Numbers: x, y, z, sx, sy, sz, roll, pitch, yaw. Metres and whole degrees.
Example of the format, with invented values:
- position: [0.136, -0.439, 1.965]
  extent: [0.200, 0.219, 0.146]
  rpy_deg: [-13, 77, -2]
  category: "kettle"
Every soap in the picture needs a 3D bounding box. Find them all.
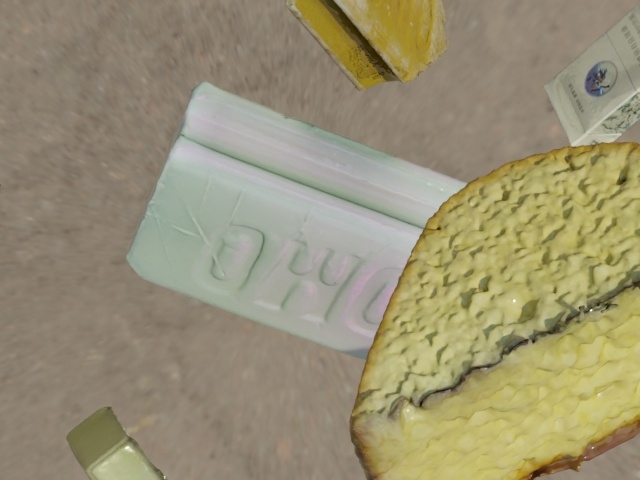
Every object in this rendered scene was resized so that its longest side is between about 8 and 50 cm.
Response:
- position: [0.055, -0.259, 1.889]
  extent: [0.080, 0.257, 0.160]
  rpy_deg: [-4, 64, 28]
  category: "soap"
- position: [0.000, 0.000, 1.722]
  extent: [0.347, 0.208, 0.115]
  rpy_deg: [20, 50, -8]
  category: "soap"

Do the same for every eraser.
- position: [-0.168, 0.250, 1.680]
  extent: [0.058, 0.117, 0.172]
  rpy_deg: [-37, 111, -10]
  category: "eraser"

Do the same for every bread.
- position: [0.118, 0.034, 0.890]
  extent: [0.260, 0.129, 0.134]
  rpy_deg: [-30, 46, 3]
  category: "bread"

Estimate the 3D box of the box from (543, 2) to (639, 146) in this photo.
- position: [0.176, -0.095, 1.035]
  extent: [0.083, 0.024, 0.054]
  rpy_deg: [-41, 48, 27]
  category: "box"
